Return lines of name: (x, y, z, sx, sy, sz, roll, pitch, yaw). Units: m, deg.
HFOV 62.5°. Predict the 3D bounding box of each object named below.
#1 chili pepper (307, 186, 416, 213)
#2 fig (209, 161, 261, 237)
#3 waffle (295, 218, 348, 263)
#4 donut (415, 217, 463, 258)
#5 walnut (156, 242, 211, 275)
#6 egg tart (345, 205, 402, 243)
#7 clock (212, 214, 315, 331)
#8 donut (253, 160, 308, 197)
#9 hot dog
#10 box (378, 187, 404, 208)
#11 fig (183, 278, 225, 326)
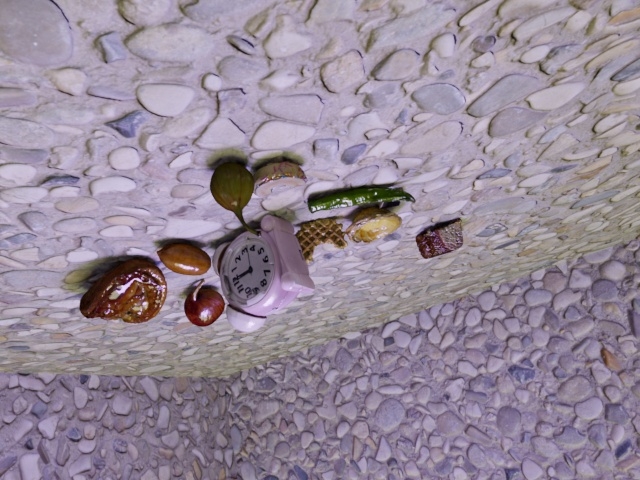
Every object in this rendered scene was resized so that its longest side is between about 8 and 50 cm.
chili pepper: (0.134, -0.137, 1.751, 0.358, 0.077, 0.085, -8, 176, -3)
fig: (-0.216, -0.100, 1.420, 0.124, 0.237, 0.124, -22, 161, -8)
waffle: (-0.001, 0.000, 1.913, 0.193, 0.149, 0.051, -11, 175, -8)
donut: (0.515, -0.001, 2.251, 0.186, 0.126, 0.144, -13, 165, -2)
walnut: (-0.474, 0.065, 1.835, 0.207, 0.116, 0.115, 16, 145, -40)
egg tart: (0.191, -0.064, 1.940, 0.212, 0.090, 0.213, -14, 160, -5)
clock: (-0.215, 0.115, 1.829, 0.325, 0.342, 0.184, -32, 148, 20)
donut: (-0.126, -0.181, 1.500, 0.165, 0.065, 0.108, -14, 163, 6)
hot dog: (-0.723, 0.205, 1.945, 0.266, 0.175, 0.387, 10, 149, -41)
box: (0.245, -0.146, 1.843, 0.083, 0.035, 0.079, -10, 158, -10)
fig: (-0.518, 0.270, 2.270, 0.174, 0.175, 0.207, -18, 143, 12)
